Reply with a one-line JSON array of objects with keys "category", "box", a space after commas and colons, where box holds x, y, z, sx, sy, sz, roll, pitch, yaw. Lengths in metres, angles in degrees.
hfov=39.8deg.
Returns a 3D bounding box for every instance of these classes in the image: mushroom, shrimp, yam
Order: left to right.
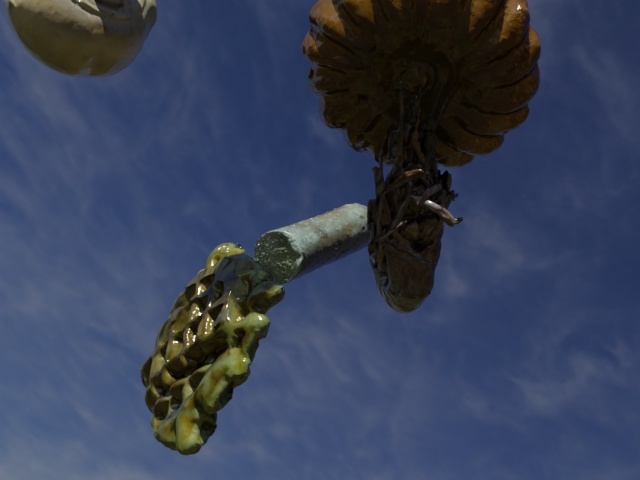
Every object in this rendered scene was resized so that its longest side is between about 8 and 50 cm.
[{"category": "mushroom", "box": [-0.438, -0.495, 1.704, 0.314, 0.314, 0.336, 39, -57, -7]}, {"category": "yam", "box": [0.000, 0.000, 1.487, 0.093, 0.259, 0.093, 10, -72, 32]}, {"category": "shrimp", "box": [0.120, -0.049, 1.167, 0.116, 0.145, 0.343, 4, -58, -1]}]

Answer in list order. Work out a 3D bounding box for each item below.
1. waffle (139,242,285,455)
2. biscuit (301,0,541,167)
[{"category": "waffle", "box": [-0.123, 0.104, 0.893, 0.054, 0.204, 0.223, 25, 3, -24]}, {"category": "biscuit", "box": [0.128, -0.226, 1.171, 0.326, 0.107, 0.325, 9, -51, 11]}]
